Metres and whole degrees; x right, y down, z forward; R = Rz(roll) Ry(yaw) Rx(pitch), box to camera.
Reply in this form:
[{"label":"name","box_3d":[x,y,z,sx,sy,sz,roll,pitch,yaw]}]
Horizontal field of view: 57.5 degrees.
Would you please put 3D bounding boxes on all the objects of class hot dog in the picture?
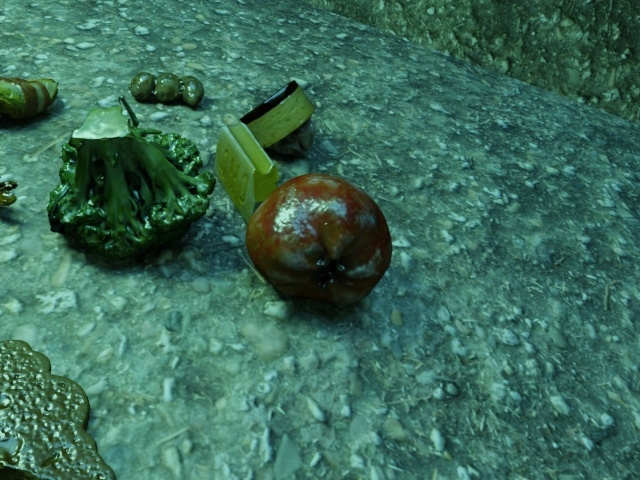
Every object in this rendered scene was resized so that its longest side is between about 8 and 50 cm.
[{"label":"hot dog","box_3d":[-0.714,-0.333,1.373,0.123,0.093,0.261,19,21,14]}]

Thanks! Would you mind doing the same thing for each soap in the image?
[{"label":"soap","box_3d":[-0.168,-0.150,1.342,0.073,0.140,0.232,-11,47,-29]}]

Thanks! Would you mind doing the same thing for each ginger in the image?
[{"label":"ginger","box_3d":[-0.424,-0.422,1.616,0.204,0.080,0.104,2,46,-25]}]

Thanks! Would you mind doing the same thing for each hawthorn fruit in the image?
[{"label":"hawthorn fruit","box_3d":[0.000,0.000,1.150,0.285,0.284,0.284,12,38,-10]}]

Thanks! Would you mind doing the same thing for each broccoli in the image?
[{"label":"broccoli","box_3d":[-0.371,-0.129,1.119,0.322,0.283,0.303,-13,56,-10]}]

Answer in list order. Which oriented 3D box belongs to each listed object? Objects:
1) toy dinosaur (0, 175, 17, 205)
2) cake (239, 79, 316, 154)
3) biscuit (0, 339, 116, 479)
[{"label":"toy dinosaur","box_3d":[-0.768,-0.172,1.153,0.433,0.097,0.208,17,47,3]},{"label":"cake","box_3d":[-0.094,-0.302,1.549,0.178,0.185,0.207,56,15,-12]},{"label":"biscuit","box_3d":[-0.401,0.266,0.804,0.320,0.047,0.183,32,41,16]}]
